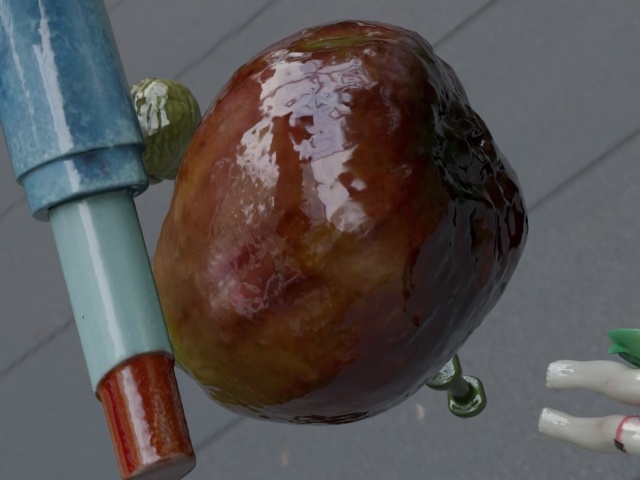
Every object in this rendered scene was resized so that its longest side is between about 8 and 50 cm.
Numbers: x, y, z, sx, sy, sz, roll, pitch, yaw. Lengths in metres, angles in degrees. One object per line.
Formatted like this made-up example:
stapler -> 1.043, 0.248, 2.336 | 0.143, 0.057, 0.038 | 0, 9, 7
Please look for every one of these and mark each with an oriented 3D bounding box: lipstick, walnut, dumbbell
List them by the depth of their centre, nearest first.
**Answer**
lipstick -> -0.106, -0.019, 0.621 | 0.061, 0.274, 0.068 | -13, -6, -28
walnut -> -0.139, -0.092, 1.133 | 0.092, 0.092, 0.092 | -26, 39, 24
dumbbell -> 0.151, 0.161, 1.516 | 0.046, 0.118, 0.052 | -16, 58, 17

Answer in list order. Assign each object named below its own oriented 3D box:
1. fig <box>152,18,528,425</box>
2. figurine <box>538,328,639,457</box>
fig -> 0.010, -0.003, 0.805 | 0.224, 0.224, 0.263 | -114, 40, -53
figurine -> 0.188, 0.082, 0.634 | 0.187, 0.083, 0.083 | -2, 53, 47
